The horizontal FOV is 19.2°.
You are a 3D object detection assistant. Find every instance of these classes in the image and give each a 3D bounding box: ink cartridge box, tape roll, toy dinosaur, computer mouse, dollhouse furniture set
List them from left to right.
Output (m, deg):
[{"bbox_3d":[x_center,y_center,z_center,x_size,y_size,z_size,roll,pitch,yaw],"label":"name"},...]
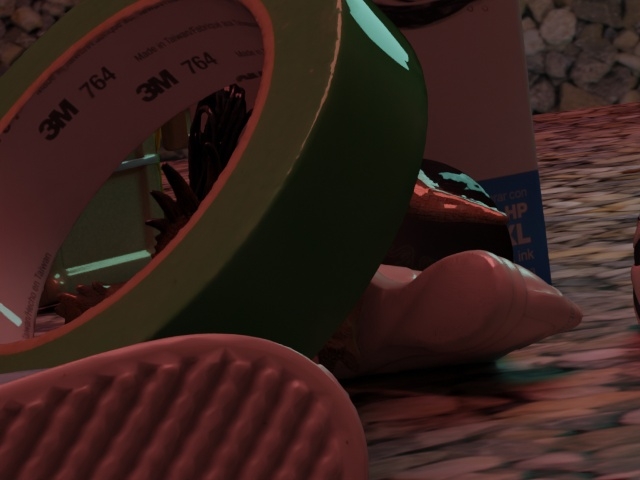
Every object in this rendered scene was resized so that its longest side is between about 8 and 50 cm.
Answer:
[{"bbox_3d":[-0.197,-0.059,1.745,0.151,0.197,0.301,1,10,41],"label":"dollhouse furniture set"},{"bbox_3d":[-0.095,-0.022,0.999,0.321,0.321,0.077,0,-33,48],"label":"tape roll"},{"bbox_3d":[-0.023,-0.005,1.131,0.296,0.127,0.200,-30,17,30],"label":"toy dinosaur"},{"bbox_3d":[0.000,0.000,1.273,0.272,0.188,0.072,12,14,35],"label":"computer mouse"},{"bbox_3d":[0.017,-0.149,1.443,0.166,0.394,0.285,-11,8,-26],"label":"ink cartridge box"}]

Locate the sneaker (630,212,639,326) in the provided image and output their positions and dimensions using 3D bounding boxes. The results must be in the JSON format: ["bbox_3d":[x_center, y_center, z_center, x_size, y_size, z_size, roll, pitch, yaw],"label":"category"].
[{"bbox_3d":[0.300,-0.027,1.151,0.235,0.153,0.094,-4,10,30],"label":"sneaker"}]

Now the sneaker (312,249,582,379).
[{"bbox_3d":[0.066,0.051,1.161,0.094,0.080,0.212,13,-11,-38],"label":"sneaker"}]

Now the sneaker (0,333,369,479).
[{"bbox_3d":[-0.168,0.119,0.678,0.366,0.135,0.150,-6,-12,-8],"label":"sneaker"}]
